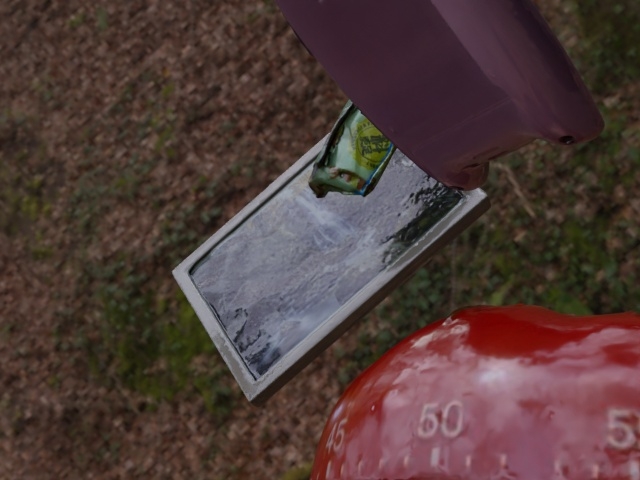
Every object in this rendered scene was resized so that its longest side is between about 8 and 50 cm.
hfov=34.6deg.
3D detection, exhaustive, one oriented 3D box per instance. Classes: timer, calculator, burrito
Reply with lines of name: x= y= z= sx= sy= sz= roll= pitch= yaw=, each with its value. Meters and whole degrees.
timer: x=0.176 y=0.205 z=0.685 sx=0.378 sy=0.378 sz=0.279 roll=-31 pitch=43 yaw=59
calculator: x=0.048 y=-0.155 z=0.696 sx=0.043 sy=0.294 sz=0.194 roll=-47 pitch=11 yaw=-26
burrito: x=0.094 y=-0.153 z=1.048 sx=0.288 sy=0.104 sz=0.054 roll=-60 pitch=-17 yaw=-13

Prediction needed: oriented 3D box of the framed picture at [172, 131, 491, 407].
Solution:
framed picture: x=0.000 y=0.000 z=1.117 sx=0.324 sy=0.020 sz=0.240 roll=-41 pitch=45 yaw=4
